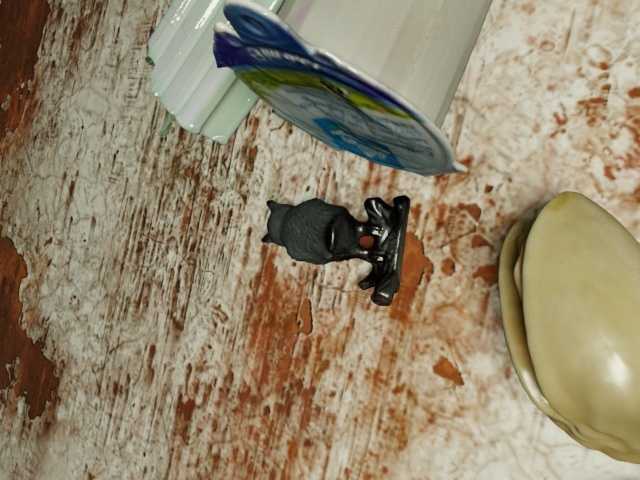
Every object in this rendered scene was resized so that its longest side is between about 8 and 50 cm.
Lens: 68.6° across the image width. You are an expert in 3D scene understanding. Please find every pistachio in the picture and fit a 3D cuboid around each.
[{"bbox_3d":[0.225,0.069,0.392,0.143,0.143,0.215,-16,70,29],"label":"pistachio"}]

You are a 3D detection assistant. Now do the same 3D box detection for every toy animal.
[{"bbox_3d":[-0.005,0.000,0.550,0.209,0.117,0.121,7,94,30],"label":"toy animal"}]

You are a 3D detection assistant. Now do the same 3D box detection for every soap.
[{"bbox_3d":[-0.122,-0.304,0.664,0.173,0.095,0.290,47,107,24],"label":"soap"}]

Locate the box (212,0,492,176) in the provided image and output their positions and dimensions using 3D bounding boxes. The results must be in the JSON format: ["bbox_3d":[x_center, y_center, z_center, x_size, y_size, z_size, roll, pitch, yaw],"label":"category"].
[{"bbox_3d":[0.043,-0.220,0.462,0.262,0.291,0.207,24,86,35],"label":"box"}]

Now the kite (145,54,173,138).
[{"bbox_3d":[-0.224,-0.290,0.781,0.229,0.012,0.250,20,96,33],"label":"kite"}]
